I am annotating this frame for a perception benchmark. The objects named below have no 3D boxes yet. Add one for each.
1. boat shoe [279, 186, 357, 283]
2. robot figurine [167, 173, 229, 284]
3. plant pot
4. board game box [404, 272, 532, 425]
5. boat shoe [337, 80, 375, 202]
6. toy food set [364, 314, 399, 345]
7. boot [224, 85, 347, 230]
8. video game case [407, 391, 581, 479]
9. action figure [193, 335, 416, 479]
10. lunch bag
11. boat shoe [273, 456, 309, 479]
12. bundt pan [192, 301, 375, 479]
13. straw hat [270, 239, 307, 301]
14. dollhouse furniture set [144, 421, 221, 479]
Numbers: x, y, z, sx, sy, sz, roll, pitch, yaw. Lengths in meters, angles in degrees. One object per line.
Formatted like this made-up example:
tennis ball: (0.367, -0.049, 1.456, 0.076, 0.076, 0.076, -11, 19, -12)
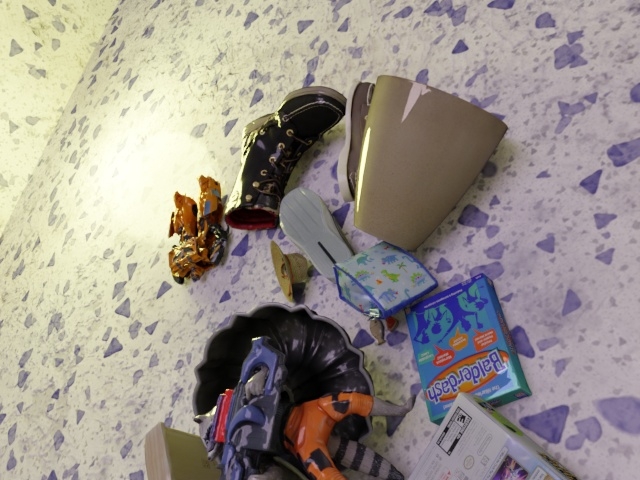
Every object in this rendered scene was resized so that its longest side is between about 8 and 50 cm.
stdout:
boat shoe: (0.000, 0.000, 1.315, 0.109, 0.094, 0.302, -37, 45, 6)
robot figurine: (-0.337, -0.025, 1.648, 0.211, 0.085, 0.291, -28, 48, 28)
plant pot: (0.171, -0.130, 1.159, 0.256, 0.256, 0.274, 32, 101, 48)
board game box: (0.235, 0.179, 1.022, 0.160, 0.047, 0.210, -30, 49, 25)
boat shoe: (0.106, -0.226, 1.355, 0.097, 0.116, 0.324, -5, 54, 20)
toy food set: (0.113, 0.132, 1.185, 0.078, 0.019, 0.122, -42, 44, 15)
boot: (-0.093, -0.187, 1.476, 0.377, 0.138, 0.284, -14, 56, 46)
video game case: (0.226, 0.394, 0.854, 0.244, 0.061, 0.269, 38, 103, 49)
action figure: (-0.050, 0.341, 0.946, 0.330, 0.178, 0.341, 9, 66, 21)
lunch bag: (0.119, 0.080, 1.126, 0.129, 0.096, 0.151, -27, 31, -23)
boat shoe: (-0.034, 0.468, 0.964, 0.109, 0.091, 0.305, -44, 70, 12)
bundt pan: (-0.053, 0.269, 1.099, 0.331, 0.124, 0.331, 0, 88, 16)
straw hat: (-0.059, 0.061, 1.352, 0.061, 0.144, 0.144, -16, 43, -14)
dollhouse furniture set: (-0.307, 0.549, 1.174, 0.303, 0.198, 0.286, -43, 43, 14)
